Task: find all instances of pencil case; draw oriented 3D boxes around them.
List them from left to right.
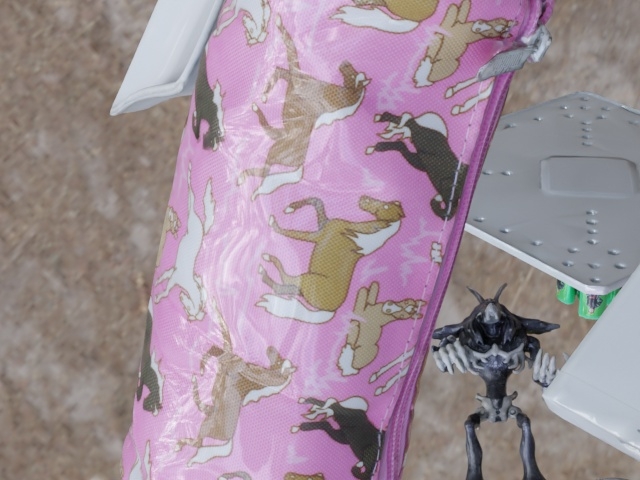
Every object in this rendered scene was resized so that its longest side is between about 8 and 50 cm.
[{"bbox_3d":[0.000,0.000,0.829,0.160,0.167,0.386,5,113,-28],"label":"pencil case"}]

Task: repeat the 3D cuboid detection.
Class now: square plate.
[{"bbox_3d":[-0.058,-0.256,1.205,0.049,0.344,0.347,26,84,-14],"label":"square plate"}]

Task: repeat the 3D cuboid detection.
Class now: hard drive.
[{"bbox_3d":[0.365,0.067,1.310,0.203,0.307,0.040,28,163,38],"label":"hard drive"}]

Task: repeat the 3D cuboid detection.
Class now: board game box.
[{"bbox_3d":[0.313,-0.055,1.749,0.390,0.390,0.050,31,131,45],"label":"board game box"}]

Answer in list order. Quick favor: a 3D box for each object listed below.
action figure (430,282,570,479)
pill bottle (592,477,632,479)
[{"bbox_3d":[0.207,0.160,1.716,0.164,0.276,0.141,-2,156,-2],"label":"action figure"},{"bbox_3d":[0.312,0.320,1.169,0.323,0.181,0.181,27,131,-24],"label":"pill bottle"}]
